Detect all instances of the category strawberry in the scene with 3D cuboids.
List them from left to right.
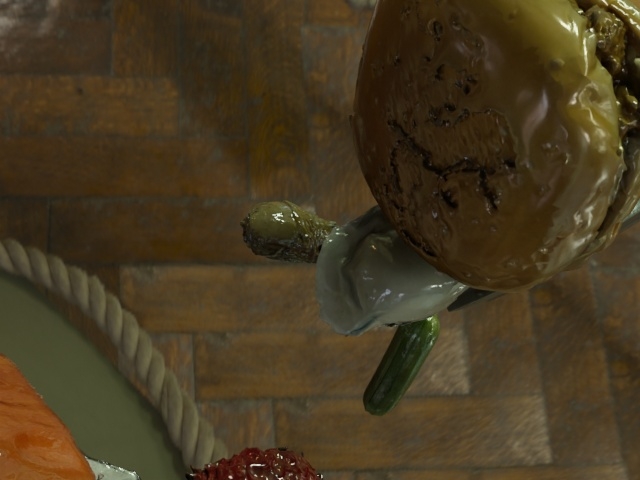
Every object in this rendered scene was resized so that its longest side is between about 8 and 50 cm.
[{"bbox_3d":[-0.101,0.443,1.631,0.254,0.150,0.280,-5,60,-7],"label":"strawberry"}]

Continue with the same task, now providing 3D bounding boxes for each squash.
[{"bbox_3d":[0.126,0.192,1.689,0.066,0.228,0.066,15,39,-12],"label":"squash"}]

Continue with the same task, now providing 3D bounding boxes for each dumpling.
[{"bbox_3d":[0.080,0.023,1.108,0.188,0.108,0.127,-21,67,8],"label":"dumpling"}]

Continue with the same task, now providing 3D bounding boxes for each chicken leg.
[{"bbox_3d":[0.000,-0.003,1.231,0.198,0.085,0.069,13,76,-26],"label":"chicken leg"}]

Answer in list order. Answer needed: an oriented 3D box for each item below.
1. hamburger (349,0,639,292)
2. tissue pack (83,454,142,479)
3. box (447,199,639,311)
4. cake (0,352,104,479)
[{"bbox_3d":[0.153,-0.113,0.965,0.174,0.304,0.284,-20,52,-32],"label":"hamburger"},{"bbox_3d":[-0.372,0.476,1.708,0.198,0.370,0.210,21,65,6],"label":"tissue pack"},{"bbox_3d":[0.432,-0.017,1.968,0.396,0.396,0.111,-29,87,-22],"label":"box"},{"bbox_3d":[-0.259,0.169,0.854,0.135,0.287,0.098,22,96,-25],"label":"cake"}]
